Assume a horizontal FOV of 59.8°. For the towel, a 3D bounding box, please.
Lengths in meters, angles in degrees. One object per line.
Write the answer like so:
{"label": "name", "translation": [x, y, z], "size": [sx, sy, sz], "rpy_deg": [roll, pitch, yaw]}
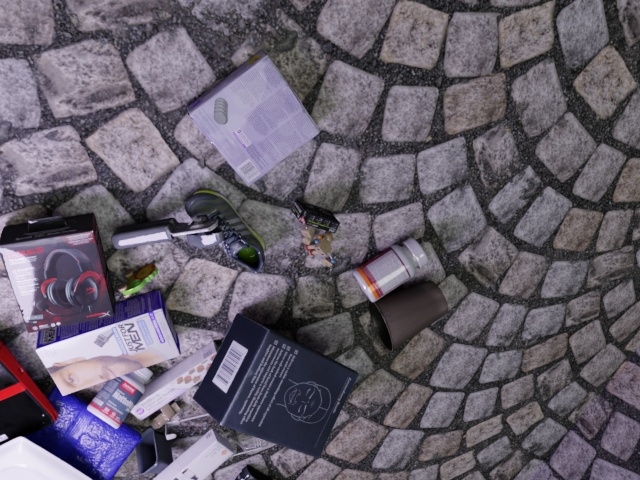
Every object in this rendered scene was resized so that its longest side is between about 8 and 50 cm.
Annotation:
{"label": "towel", "translation": [-0.716, 0.594, 1.642], "size": [0.308, 0.076, 0.227], "rpy_deg": [35, 95, -13]}

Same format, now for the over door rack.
{"label": "over door rack", "translation": [-0.344, 0.631, 1.846], "size": [0.324, 0.108, 0.239], "rpy_deg": [-17, 121, -21]}

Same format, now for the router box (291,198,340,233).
{"label": "router box", "translation": [-0.015, -0.070, 1.603], "size": [0.122, 0.092, 0.038], "rpy_deg": [17, 110, -28]}

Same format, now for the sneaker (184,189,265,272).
{"label": "sneaker", "translation": [-0.246, -0.022, 1.521], "size": [0.111, 0.121, 0.300], "rpy_deg": [-44, 123, 5]}

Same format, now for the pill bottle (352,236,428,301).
{"label": "pill bottle", "translation": [0.223, 0.090, 1.767], "size": [0.221, 0.121, 0.121], "rpy_deg": [-33, 124, -2]}

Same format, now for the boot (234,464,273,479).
{"label": "boot", "translation": [-0.271, 0.969, 2.075], "size": [0.207, 0.094, 0.246], "rpy_deg": [-43, 117, 1]}

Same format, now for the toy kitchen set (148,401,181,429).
{"label": "toy kitchen set", "translation": [-0.512, 0.552, 1.797], "size": [0.083, 0.075, 0.068], "rpy_deg": [-35, 89, -39]}

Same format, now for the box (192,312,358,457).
{"label": "box", "translation": [-0.130, 0.446, 1.714], "size": [0.395, 0.212, 0.293], "rpy_deg": [34, 78, -34]}

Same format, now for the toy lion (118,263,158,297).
{"label": "toy lion", "translation": [-0.489, 0.103, 1.514], "size": [0.096, 0.100, 0.034], "rpy_deg": [-17, 122, 11]}

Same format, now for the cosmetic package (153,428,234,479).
{"label": "cosmetic package", "translation": [-0.398, 0.712, 1.752], "size": [0.239, 0.060, 0.099], "rpy_deg": [-41, 128, -5]}

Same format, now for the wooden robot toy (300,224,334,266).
{"label": "wooden robot toy", "translation": [0.000, 0.000, 1.679], "size": [0.173, 0.076, 0.079], "rpy_deg": [51, 57, -34]}

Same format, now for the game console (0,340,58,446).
{"label": "game console", "translation": [-0.970, 0.440, 1.500], "size": [0.386, 0.060, 0.342], "rpy_deg": [-23, 120, 0]}

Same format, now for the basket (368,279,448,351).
{"label": "basket", "translation": [0.298, 0.239, 1.866], "size": [0.227, 0.154, 0.204], "rpy_deg": [-24, 121, -12]}

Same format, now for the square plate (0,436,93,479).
{"label": "square plate", "translation": [-0.841, 0.721, 1.608], "size": [0.344, 0.049, 0.347], "rpy_deg": [-28, 120, 21]}

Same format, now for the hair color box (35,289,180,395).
{"label": "hair color box", "translation": [-0.589, 0.287, 1.570], "size": [0.339, 0.110, 0.185], "rpy_deg": [-17, 123, -10]}

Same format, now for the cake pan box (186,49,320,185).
{"label": "cake pan box", "translation": [-0.165, -0.304, 1.431], "size": [0.246, 0.070, 0.267], "rpy_deg": [-37, 124, 4]}

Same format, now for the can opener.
{"label": "can opener", "translation": [-0.392, -0.005, 1.443], "size": [0.283, 0.076, 0.095], "rpy_deg": [-9, 114, 10]}

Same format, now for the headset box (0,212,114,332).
{"label": "headset box", "translation": [-0.664, 0.069, 1.416], "size": [0.218, 0.110, 0.293], "rpy_deg": [-10, 121, -16]}

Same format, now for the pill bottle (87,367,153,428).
{"label": "pill bottle", "translation": [-0.578, 0.441, 1.623], "size": [0.108, 0.108, 0.180], "rpy_deg": [52, 58, -34]}

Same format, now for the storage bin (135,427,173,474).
{"label": "storage bin", "translation": [-0.536, 0.693, 1.804], "size": [0.098, 0.135, 0.091], "rpy_deg": [-39, 134, 11]}

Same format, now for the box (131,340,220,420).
{"label": "box", "translation": [-0.444, 0.434, 1.732], "size": [0.324, 0.067, 0.063], "rpy_deg": [-34, 124, -2]}
